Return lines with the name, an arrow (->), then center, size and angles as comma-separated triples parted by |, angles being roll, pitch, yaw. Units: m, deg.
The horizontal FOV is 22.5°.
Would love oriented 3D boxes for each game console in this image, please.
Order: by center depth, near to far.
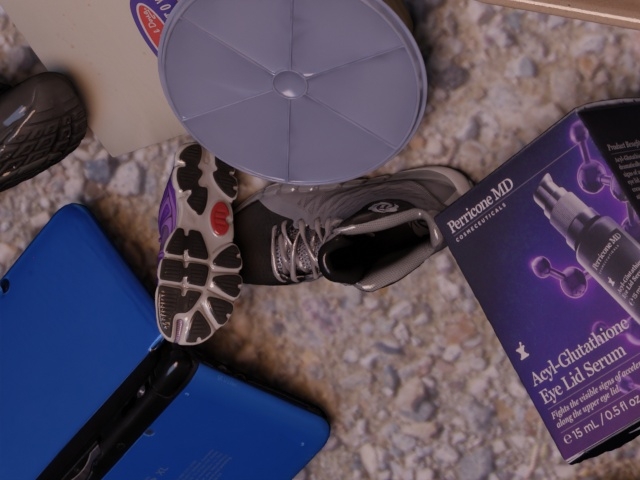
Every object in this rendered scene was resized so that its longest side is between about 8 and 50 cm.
game console -> -0.182, 0.157, 1.373 | 0.250, 0.173, 0.293 | 27, 117, -32

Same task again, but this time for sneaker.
sneaker -> 0.000, 0.000, 1.229 | 0.229, 0.132, 0.086 | -14, 103, 24
sneaker -> -0.100, 0.007, 1.274 | 0.068, 0.169, 0.071 | 14, 152, -18
sneaker -> -0.296, -0.088, 1.295 | 0.286, 0.109, 0.130 | -24, 90, 46

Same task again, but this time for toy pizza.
toy pizza -> -0.020, -0.124, 1.184 | 0.201, 0.032, 0.201 | 7, 132, 7

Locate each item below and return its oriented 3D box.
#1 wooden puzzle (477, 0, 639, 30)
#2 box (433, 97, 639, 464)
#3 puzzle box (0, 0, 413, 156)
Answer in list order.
wooden puzzle -> 0.267, -0.309, 1.054 | 0.322, 0.080, 0.347 | 13, 108, 16
box -> 0.203, 0.026, 1.129 | 0.153, 0.108, 0.207 | -41, 71, 38
puzzle box -> -0.141, -0.255, 1.149 | 0.272, 0.052, 0.409 | -16, 127, 24
